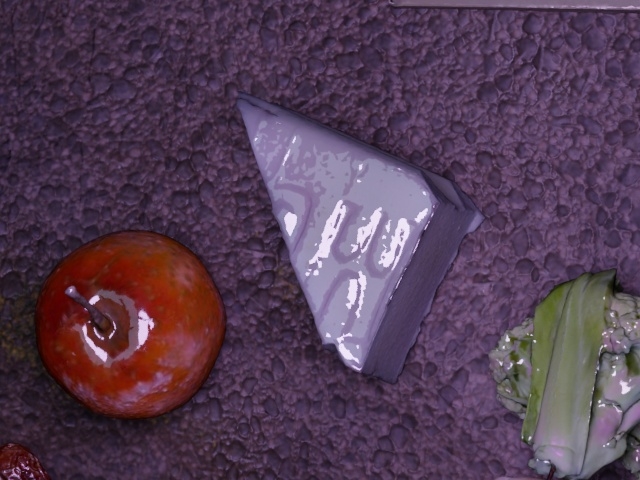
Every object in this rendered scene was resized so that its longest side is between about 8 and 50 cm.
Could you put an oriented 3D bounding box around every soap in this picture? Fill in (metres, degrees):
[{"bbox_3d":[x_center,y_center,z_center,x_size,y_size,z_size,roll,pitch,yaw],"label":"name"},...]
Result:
[{"bbox_3d":[0.000,0.000,1.848,0.302,0.159,0.257,27,98,19],"label":"soap"}]

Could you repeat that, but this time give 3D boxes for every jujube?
[{"bbox_3d":[-0.379,0.320,1.997,0.077,0.077,0.129,-37,83,13],"label":"jujube"}]

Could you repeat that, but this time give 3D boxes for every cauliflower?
[{"bbox_3d":[0.294,0.174,1.683,0.256,0.239,0.315,21,50,19],"label":"cauliflower"}]

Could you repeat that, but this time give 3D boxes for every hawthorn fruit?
[{"bbox_3d":[-0.239,0.114,1.886,0.231,0.263,0.235,-21,108,37],"label":"hawthorn fruit"}]

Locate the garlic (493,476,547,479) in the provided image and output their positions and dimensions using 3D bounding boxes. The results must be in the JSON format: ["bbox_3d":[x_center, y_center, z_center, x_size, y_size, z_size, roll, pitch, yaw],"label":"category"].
[{"bbox_3d":[0.268,0.360,1.688,0.292,0.210,0.237,8,108,59],"label":"garlic"}]

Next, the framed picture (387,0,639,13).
[{"bbox_3d":[0.307,-0.428,1.831,0.446,0.028,0.326,4,88,19],"label":"framed picture"}]
